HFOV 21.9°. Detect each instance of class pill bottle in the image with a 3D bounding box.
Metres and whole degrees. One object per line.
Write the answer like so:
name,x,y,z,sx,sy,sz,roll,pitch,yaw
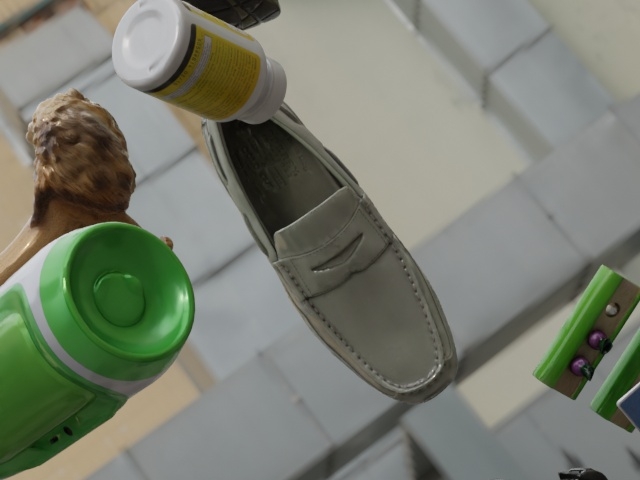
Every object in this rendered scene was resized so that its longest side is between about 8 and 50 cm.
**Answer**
pill bottle,-0.076,-0.115,1.096,0.065,0.065,0.116,-45,-37,21

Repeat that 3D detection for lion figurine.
lion figurine,-0.350,0.018,2.114,0.240,0.142,0.392,40,-102,-41

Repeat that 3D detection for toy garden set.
toy garden set,0.328,0.085,1.377,0.244,0.049,0.204,29,-84,-27

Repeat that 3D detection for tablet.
tablet,0.267,0.110,1.263,0.083,0.006,0.054,-42,-50,3

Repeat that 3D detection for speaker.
speaker,-0.215,0.093,1.267,0.131,0.131,0.296,-22,-9,-43

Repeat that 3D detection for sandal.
sandal,-0.142,-0.362,2.295,0.120,0.086,0.303,-16,-20,14

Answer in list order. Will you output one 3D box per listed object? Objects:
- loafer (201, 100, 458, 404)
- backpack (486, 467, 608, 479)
loafer,0.000,0.000,1.386,0.112,0.319,0.111,-39,-13,2
backpack,0.231,0.366,1.135,0.290,0.355,0.273,1,44,47
